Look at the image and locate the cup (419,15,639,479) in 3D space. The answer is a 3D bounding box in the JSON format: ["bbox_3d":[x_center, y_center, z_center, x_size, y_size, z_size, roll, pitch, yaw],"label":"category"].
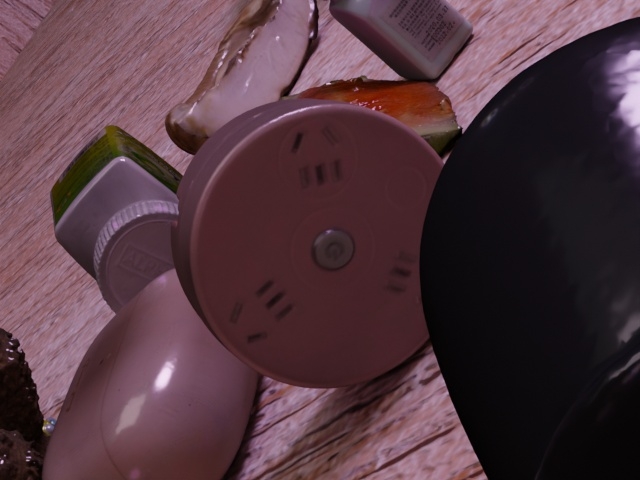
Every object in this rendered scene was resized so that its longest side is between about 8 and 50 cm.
[{"bbox_3d":[0.145,0.024,0.468,0.223,0.169,0.176,-16,29,6],"label":"cup"}]

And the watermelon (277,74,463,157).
[{"bbox_3d":[0.024,-0.079,1.111,0.119,0.063,0.245,-37,17,-3],"label":"watermelon"}]

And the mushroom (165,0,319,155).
[{"bbox_3d":[-0.072,-0.145,1.433,0.094,0.072,0.210,-26,26,49],"label":"mushroom"}]

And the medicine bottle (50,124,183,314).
[{"bbox_3d":[-0.129,-0.003,1.189,0.088,0.132,0.188,-48,19,4],"label":"medicine bottle"}]

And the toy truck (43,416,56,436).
[{"bbox_3d":[-0.232,0.169,1.181,0.111,0.077,0.076,-42,20,24],"label":"toy truck"}]

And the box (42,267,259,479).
[{"bbox_3d":[-0.102,0.101,0.986,0.146,0.088,0.200,-42,20,28],"label":"box"}]

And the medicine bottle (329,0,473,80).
[{"bbox_3d":[0.043,-0.169,1.130,0.055,0.118,0.074,-52,17,-3],"label":"medicine bottle"}]

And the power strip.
[{"bbox_3d":[0.000,0.000,0.851,0.154,0.154,0.078,-51,15,-4],"label":"power strip"}]

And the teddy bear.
[{"bbox_3d":[-0.222,0.179,1.066,0.251,0.129,0.182,-55,39,38],"label":"teddy bear"}]
